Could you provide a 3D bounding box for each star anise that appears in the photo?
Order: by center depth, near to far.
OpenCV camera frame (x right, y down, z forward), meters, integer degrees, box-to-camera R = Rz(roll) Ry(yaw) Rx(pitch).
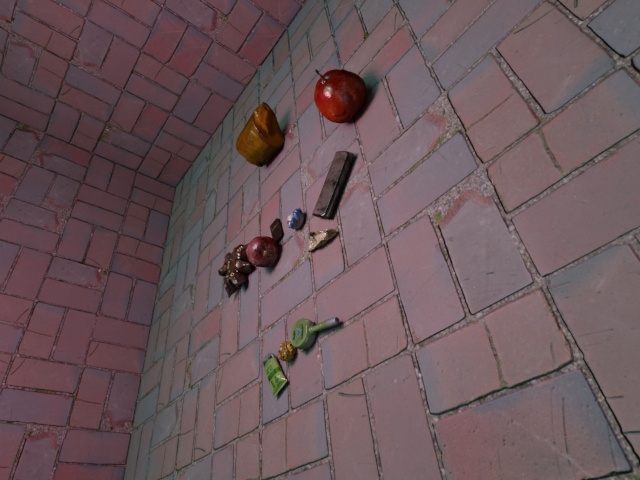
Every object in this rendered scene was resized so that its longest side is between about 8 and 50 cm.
[{"bbox_3d":[-0.464,0.154,2.261,0.316,0.108,0.314,-26,50,36],"label":"star anise"}]

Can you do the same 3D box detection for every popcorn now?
[{"bbox_3d":[-0.134,0.436,1.647,0.083,0.057,0.082,-32,44,46],"label":"popcorn"}]

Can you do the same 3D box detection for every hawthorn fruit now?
[{"bbox_3d":[0.064,-0.665,1.862,0.242,0.272,0.241,-27,51,38],"label":"hawthorn fruit"}]

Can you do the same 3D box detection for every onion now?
[{"bbox_3d":[-0.292,0.045,2.043,0.195,0.160,0.159,30,95,58],"label":"onion"}]

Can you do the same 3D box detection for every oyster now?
[{"bbox_3d":[-0.004,0.000,1.758,0.200,0.061,0.105,6,93,59],"label":"oyster"}]

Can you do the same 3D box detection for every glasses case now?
[{"bbox_3d":[0.053,-0.239,1.801,0.114,0.060,0.298,12,80,57],"label":"glasses case"}]

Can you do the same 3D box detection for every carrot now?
[{"bbox_3d":[-0.345,-0.600,2.452,0.341,0.242,0.241,-44,38,36],"label":"carrot"}]

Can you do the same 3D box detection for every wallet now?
[{"bbox_3d":[-0.223,-0.048,2.123,0.082,0.018,0.156,-50,35,24],"label":"wallet"}]

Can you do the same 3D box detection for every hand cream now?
[{"bbox_3d":[-0.188,0.529,1.674,0.095,0.046,0.175,-54,36,14],"label":"hand cream"}]

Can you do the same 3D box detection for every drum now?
[{"bbox_3d":[-0.024,0.317,1.568,0.253,0.049,0.129,-45,38,30],"label":"drum"}]

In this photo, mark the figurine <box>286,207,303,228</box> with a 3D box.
[{"bbox_3d":[-0.117,-0.106,1.946,0.114,0.079,0.114,12,-90,-78],"label":"figurine"}]
